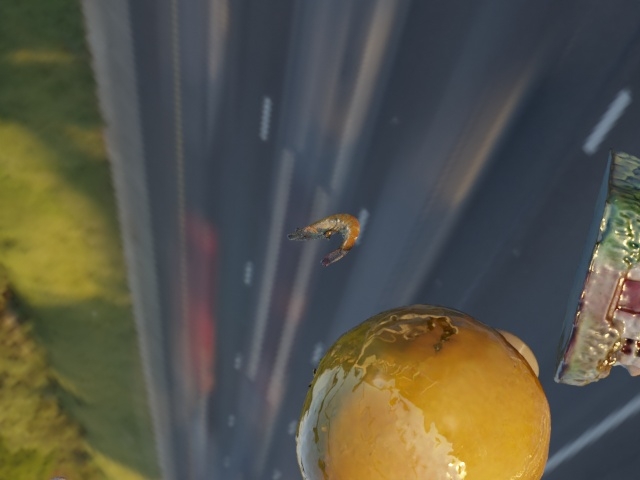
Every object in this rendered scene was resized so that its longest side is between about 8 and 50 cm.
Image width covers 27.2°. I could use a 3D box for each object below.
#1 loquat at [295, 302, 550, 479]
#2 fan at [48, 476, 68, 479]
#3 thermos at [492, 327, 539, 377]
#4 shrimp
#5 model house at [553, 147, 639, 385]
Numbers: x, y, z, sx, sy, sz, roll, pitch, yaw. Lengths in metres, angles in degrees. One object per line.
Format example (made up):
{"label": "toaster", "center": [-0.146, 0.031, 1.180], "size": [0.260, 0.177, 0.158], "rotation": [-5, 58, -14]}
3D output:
{"label": "loquat", "center": [0.101, 0.197, 1.337], "size": [0.263, 0.263, 0.263], "rotation": [46, 163, 18]}
{"label": "fan", "center": [-0.403, 0.475, 2.186], "size": [0.074, 0.130, 0.244], "rotation": [-1, 138, 12]}
{"label": "thermos", "center": [0.202, 0.221, 1.673], "size": [0.137, 0.193, 0.105], "rotation": [49, 137, -9]}
{"label": "shrimp", "center": [0.000, 0.000, 1.965], "size": [0.127, 0.091, 0.025], "rotation": [-7, 142, 34]}
{"label": "model house", "center": [0.584, 0.085, 2.148], "size": [0.339, 0.297, 0.360], "rotation": [14, 113, 6]}
